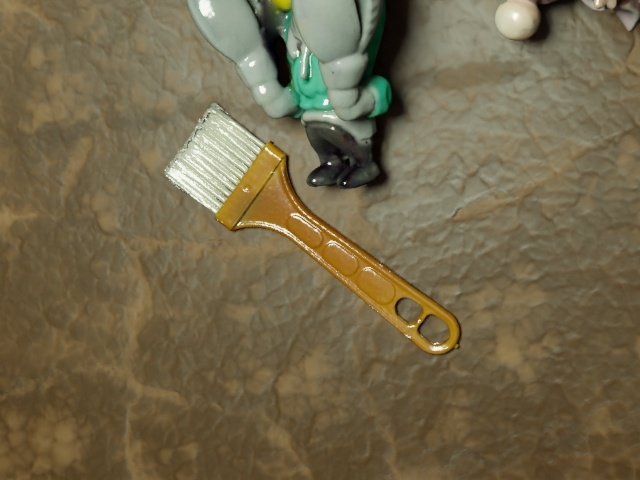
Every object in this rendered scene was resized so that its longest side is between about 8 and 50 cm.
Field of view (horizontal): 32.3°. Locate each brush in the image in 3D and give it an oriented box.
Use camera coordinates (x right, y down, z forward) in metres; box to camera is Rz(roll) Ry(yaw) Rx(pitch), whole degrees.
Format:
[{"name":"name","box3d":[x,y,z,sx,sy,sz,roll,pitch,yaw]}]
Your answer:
[{"name":"brush","box3d":[0.000,0.000,1.006,0.314,0.017,0.090,38,105,6]}]

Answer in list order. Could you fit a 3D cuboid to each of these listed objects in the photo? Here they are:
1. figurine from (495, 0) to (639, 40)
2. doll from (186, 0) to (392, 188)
[{"name":"figurine","box3d":[0.213,-0.244,0.874,0.276,0.133,0.200,29,98,7]},{"name":"doll","box3d":[0.000,-0.177,0.914,0.195,0.153,0.258,-31,84,41]}]
